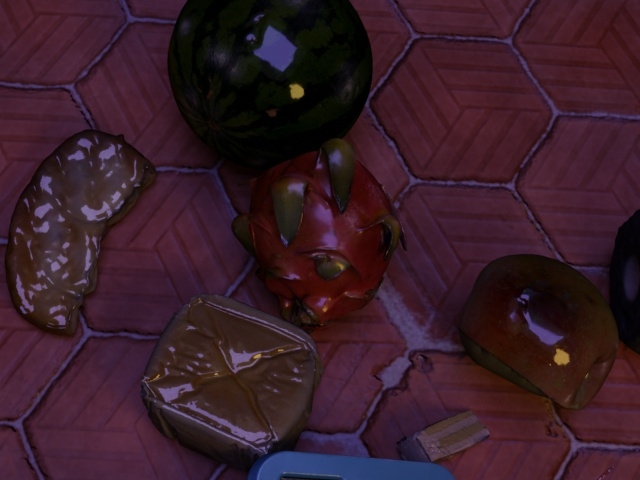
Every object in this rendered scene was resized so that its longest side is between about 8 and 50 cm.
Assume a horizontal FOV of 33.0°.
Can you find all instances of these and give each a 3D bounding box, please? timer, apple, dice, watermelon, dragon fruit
[{"bbox_3d":[0.034,0.367,1.258,0.250,0.091,0.231,10,70,-24],"label":"timer"},{"bbox_3d":[0.287,0.113,1.400,0.188,0.173,0.207,25,21,27],"label":"apple"},{"bbox_3d":[0.497,0.054,1.436,0.183,0.182,0.181,3,67,-1],"label":"dice"},{"bbox_3d":[-0.071,-0.239,1.471,0.285,0.285,0.285,2,66,-3],"label":"watermelon"},{"bbox_3d":[0.001,-0.006,1.411,0.224,0.224,0.227,-19,74,-12],"label":"dragon fruit"}]

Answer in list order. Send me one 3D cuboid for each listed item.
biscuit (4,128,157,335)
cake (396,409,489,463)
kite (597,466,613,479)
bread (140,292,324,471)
[{"bbox_3d":[-0.346,-0.022,1.485,0.154,0.045,0.299,22,67,5],"label":"biscuit"},{"bbox_3d":[0.161,0.259,1.405,0.121,0.065,0.052,-16,66,-36],"label":"cake"},{"bbox_3d":[0.383,0.381,1.377,0.244,0.006,0.198,-33,72,-17],"label":"kite"},{"bbox_3d":[-0.109,0.183,1.376,0.210,0.109,0.192,21,60,5],"label":"bread"}]
